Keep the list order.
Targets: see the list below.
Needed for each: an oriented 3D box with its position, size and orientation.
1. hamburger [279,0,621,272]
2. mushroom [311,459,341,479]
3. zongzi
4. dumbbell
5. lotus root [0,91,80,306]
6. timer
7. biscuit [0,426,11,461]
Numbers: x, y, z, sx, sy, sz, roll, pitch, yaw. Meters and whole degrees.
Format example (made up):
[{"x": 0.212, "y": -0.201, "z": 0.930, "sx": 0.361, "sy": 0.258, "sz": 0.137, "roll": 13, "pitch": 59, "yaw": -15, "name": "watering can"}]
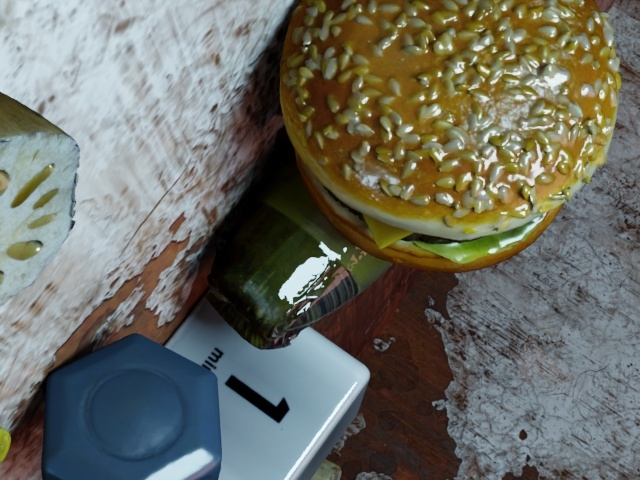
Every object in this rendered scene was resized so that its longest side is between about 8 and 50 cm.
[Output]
[{"x": 0.105, "y": -0.117, "z": 0.860, "sx": 0.291, "sy": 0.291, "sz": 0.225, "roll": -53, "pitch": 167, "yaw": -15, "name": "hamburger"}, {"x": -0.064, "y": 0.316, "z": 1.578, "sx": 0.207, "sy": 0.215, "sz": 0.207, "roll": -52, "pitch": 161, "yaw": -27, "name": "mushroom"}, {"x": 0.000, "y": 0.000, "z": 1.122, "sx": 0.289, "sy": 0.154, "sz": 0.317, "roll": -45, "pitch": 173, "yaw": -14, "name": "zongzi"}, {"x": -0.175, "y": 0.221, "z": 0.951, "sx": 0.325, "sy": 0.160, "sz": 0.144, "roll": 110, "pitch": 7, "yaw": -53, "name": "dumbbell"}, {"x": -0.173, "y": -0.016, "z": 0.459, "sx": 0.112, "sy": 0.081, "sz": 0.122, "roll": -43, "pitch": 164, "yaw": -43, "name": "lotus root"}, {"x": -0.080, "y": 0.184, "z": 1.155, "sx": 0.194, "sy": 0.195, "sz": 0.192, "roll": -53, "pitch": 169, "yaw": -19, "name": "timer"}, {"x": -0.262, "y": 0.168, "z": 0.769, "sx": 0.084, "sy": 0.023, "sz": 0.084, "roll": -52, "pitch": 170, "yaw": -13, "name": "biscuit"}]
